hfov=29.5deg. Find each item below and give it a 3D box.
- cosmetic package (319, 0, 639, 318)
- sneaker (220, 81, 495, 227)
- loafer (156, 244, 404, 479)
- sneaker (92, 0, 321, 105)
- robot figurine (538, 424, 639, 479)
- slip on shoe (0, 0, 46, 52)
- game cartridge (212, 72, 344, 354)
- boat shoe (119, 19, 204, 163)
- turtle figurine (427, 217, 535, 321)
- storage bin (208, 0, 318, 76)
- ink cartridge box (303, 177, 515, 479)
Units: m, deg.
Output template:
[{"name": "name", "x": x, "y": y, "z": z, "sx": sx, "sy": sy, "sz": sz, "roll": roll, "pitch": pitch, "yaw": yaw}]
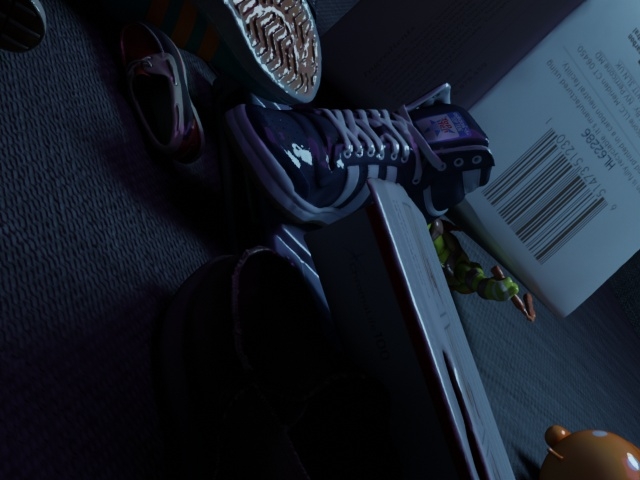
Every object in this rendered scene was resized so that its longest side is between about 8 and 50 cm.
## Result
[{"name": "cosmetic package", "x": 0.247, "y": -0.183, "z": 1.543, "sx": 0.329, "sy": 0.327, "sz": 0.394, "roll": 45, "pitch": 3, "yaw": -33}, {"name": "sneaker", "x": 0.043, "y": -0.079, "z": 1.008, "sx": 0.282, "sy": 0.153, "sz": 0.099, "roll": 29, "pitch": 31, "yaw": -58}, {"name": "loafer", "x": -0.006, "y": 0.120, "z": 0.713, "sx": 0.134, "sy": 0.130, "sz": 0.366, "roll": 46, "pitch": 19, "yaw": -32}, {"name": "sneaker", "x": -0.117, "y": -0.217, "z": 1.053, "sx": 0.302, "sy": 0.121, "sz": 0.108, "roll": 42, "pitch": 55, "yaw": -42}, {"name": "robot figurine", "x": 0.325, "y": 0.286, "z": 1.367, "sx": 0.219, "sy": 0.128, "sz": 0.158, "roll": 35, "pitch": 50, "yaw": -52}, {"name": "slip on shoe", "x": -0.233, "y": -0.175, "z": 0.787, "sx": 0.135, "sy": 0.051, "sz": 0.041, "roll": 35, "pitch": 28, "yaw": -35}, {"name": "game cartridge", "x": 0.000, "y": 0.000, "z": 1.112, "sx": 0.230, "sy": 0.068, "sz": 0.355, "roll": 41, "pitch": 21, "yaw": -32}, {"name": "boat shoe", "x": -0.134, "y": -0.124, "z": 0.981, "sx": 0.043, "sy": 0.049, "sz": 0.137, "roll": 19, "pitch": 45, "yaw": -62}, {"name": "turtle figurine", "x": 0.128, "y": 0.001, "z": 1.432, "sx": 0.217, "sy": 0.087, "sz": 0.269, "roll": 44, "pitch": 3, "yaw": -37}, {"name": "storage bin", "x": -0.094, "y": -0.269, "z": 1.228, "sx": 0.180, "sy": 0.122, "sz": 0.084, "roll": 53, "pitch": 16, "yaw": -22}, {"name": "ink cartridge box", "x": 0.064, "y": 0.128, "z": 0.765, "sx": 0.385, "sy": 0.091, "sz": 0.308, "roll": 9, "pitch": 63, "yaw": -81}]
